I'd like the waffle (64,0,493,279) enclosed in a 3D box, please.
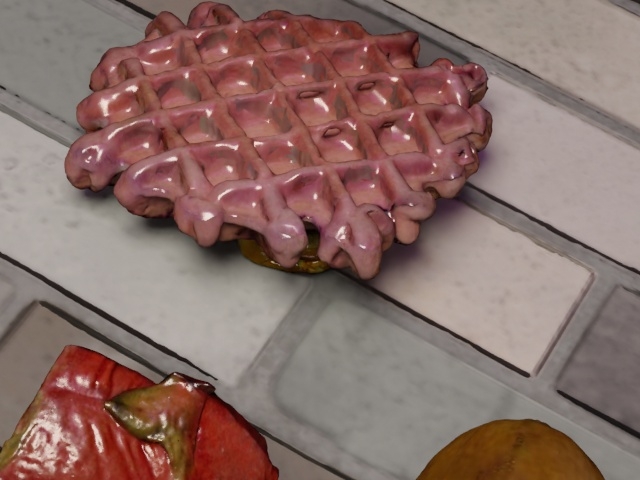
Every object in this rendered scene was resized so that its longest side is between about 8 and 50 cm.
[{"bbox_3d":[-0.025,-0.067,1.118,0.234,0.055,0.221,18,41,18],"label":"waffle"}]

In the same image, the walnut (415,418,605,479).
[{"bbox_3d":[0.089,0.182,0.954,0.115,0.116,0.207,8,62,-4],"label":"walnut"}]

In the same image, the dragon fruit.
[{"bbox_3d":[-0.085,0.142,0.942,0.161,0.120,0.127,18,59,-3],"label":"dragon fruit"}]

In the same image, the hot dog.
[{"bbox_3d":[0.000,0.000,1.112,0.090,0.030,0.034,-10,58,-16],"label":"hot dog"}]
